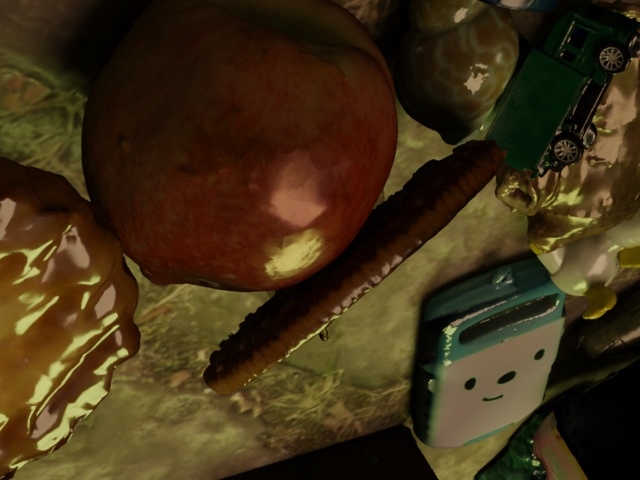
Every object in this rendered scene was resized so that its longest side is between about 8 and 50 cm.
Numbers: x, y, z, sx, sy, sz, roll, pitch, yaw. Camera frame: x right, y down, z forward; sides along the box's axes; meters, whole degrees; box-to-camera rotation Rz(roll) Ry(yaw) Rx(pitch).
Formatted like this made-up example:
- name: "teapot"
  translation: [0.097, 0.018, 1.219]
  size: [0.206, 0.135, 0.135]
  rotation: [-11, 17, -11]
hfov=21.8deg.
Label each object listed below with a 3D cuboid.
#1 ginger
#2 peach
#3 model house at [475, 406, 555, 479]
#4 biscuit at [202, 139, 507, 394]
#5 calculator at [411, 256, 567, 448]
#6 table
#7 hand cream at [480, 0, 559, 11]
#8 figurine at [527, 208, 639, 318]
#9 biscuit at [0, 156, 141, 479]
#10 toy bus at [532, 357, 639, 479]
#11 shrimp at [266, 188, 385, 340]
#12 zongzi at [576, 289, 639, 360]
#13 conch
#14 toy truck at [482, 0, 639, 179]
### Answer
- name: "ginger"
  translation: [0.240, -0.115, 1.472]
  size: [0.219, 0.123, 0.270]
  rotation: [-39, 141, -18]
- name: "peach"
  translation: [-0.066, -0.061, 1.212]
  size: [0.232, 0.232, 0.256]
  rotation: [-1, 129, -37]
- name: "model house"
  translation: [0.355, 0.349, 2.028]
  size: [0.261, 0.241, 0.226]
  rotation: [14, 127, -46]
- name: "biscuit"
  translation: [0.022, 0.016, 1.323]
  size: [0.305, 0.038, 0.305]
  rotation: [-40, -177, 2]
- name: "calculator"
  translation: [0.181, 0.121, 1.775]
  size: [0.173, 0.051, 0.293]
  rotation: [-19, 143, -17]
- name: "table"
  translation: [0.035, 0.390, 1.785]
  size: [0.251, 0.282, 0.196]
  rotation: [-14, 141, -26]
- name: "hand cream"
  translation: [0.184, -0.303, 1.231]
  size: [0.120, 0.061, 0.270]
  rotation: [-1, 120, -36]
- name: "figurine"
  translation: [0.293, -0.015, 1.625]
  size: [0.109, 0.129, 0.178]
  rotation: [14, 125, -42]
- name: "biscuit"
  translation: [-0.283, 0.068, 1.138]
  size: [0.326, 0.107, 0.325]
  rotation: [-24, 142, -21]
- name: "toy bus"
  translation: [0.430, 0.183, 1.919]
  size: [0.386, 0.171, 0.162]
  rotation: [-28, 176, -20]
- name: "shrimp"
  translation: [0.001, 0.001, 1.488]
  size: [0.144, 0.052, 0.251]
  rotation: [-27, 144, -13]
- name: "zongzi"
  translation: [0.343, 0.111, 1.892]
  size: [0.109, 0.055, 0.119]
  rotation: [-29, 156, 0]
- name: "conch"
  translation: [0.111, -0.145, 1.358]
  size: [0.116, 0.106, 0.173]
  rotation: [-41, 158, 4]
- name: "toy truck"
  translation: [0.202, -0.124, 1.356]
  size: [0.147, 0.079, 0.065]
  rotation: [-63, 169, 28]
